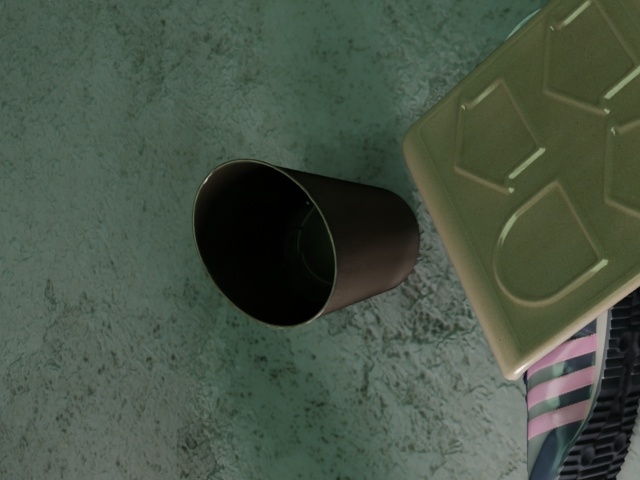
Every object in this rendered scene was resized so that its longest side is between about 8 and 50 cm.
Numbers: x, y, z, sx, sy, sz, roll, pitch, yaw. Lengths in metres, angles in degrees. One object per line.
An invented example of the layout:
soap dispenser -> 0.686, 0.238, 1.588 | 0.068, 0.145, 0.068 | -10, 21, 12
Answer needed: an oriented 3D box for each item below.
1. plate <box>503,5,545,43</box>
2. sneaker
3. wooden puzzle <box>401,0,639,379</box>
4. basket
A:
plate -> 0.269, -0.161, 1.312 | 0.188, 0.024, 0.188 | 1, 92, 34
sneaker -> 0.256, 0.154, 1.288 | 0.131, 0.112, 0.318 | 19, 96, 46
wooden puzzle -> 0.255, -0.078, 1.224 | 0.348, 0.081, 0.322 | -45, 49, 30
basket -> 0.000, 0.000, 1.370 | 0.204, 0.227, 0.154 | 44, 113, 24
